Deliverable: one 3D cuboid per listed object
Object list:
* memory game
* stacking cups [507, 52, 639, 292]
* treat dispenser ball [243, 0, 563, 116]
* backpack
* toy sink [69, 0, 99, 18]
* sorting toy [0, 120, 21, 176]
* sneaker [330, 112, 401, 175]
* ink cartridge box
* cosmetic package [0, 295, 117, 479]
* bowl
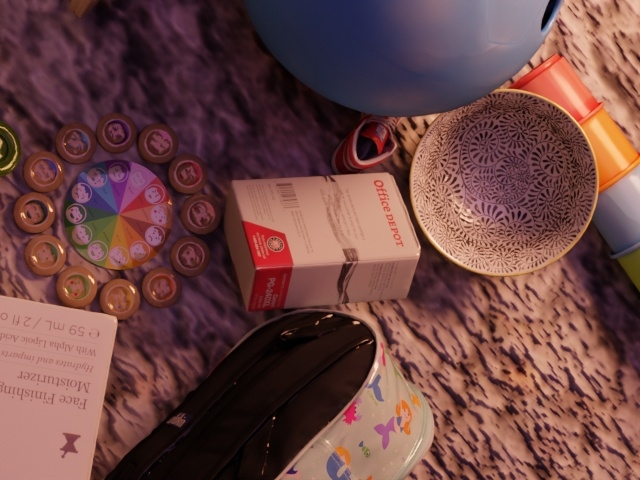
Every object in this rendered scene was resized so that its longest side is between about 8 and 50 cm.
[{"bbox_3d":[-0.178,-0.022,1.490,0.186,0.012,0.186,2,84,-15],"label":"memory game"},{"bbox_3d":[0.295,-0.036,1.588,0.096,0.096,0.316,-34,91,-16],"label":"stacking cups"},{"bbox_3d":[0.070,-0.249,1.438,0.288,0.288,0.288,2,84,-15],"label":"treat dispenser ball"},{"bbox_3d":[-0.030,0.183,1.406,0.253,0.225,0.191,-51,120,-19],"label":"backpack"},{"bbox_3d":[-0.167,-0.328,1.451,0.131,0.153,0.234,44,76,-7],"label":"toy sink"},{"bbox_3d":[-0.300,-0.055,1.450,0.061,0.042,0.102,25,66,-27],"label":"sorting toy"},{"bbox_3d":[0.056,-0.110,1.535,0.042,0.067,0.118,33,77,-11],"label":"sneaker"},{"bbox_3d":[0.000,0.000,1.485,0.150,0.063,0.109,-3,47,-16],"label":"ink cartridge box"},{"bbox_3d":[-0.262,0.141,1.378,0.151,0.151,0.184,10,82,-13],"label":"cosmetic package"},{"bbox_3d":[0.167,-0.058,1.542,0.170,0.080,0.170,1,101,4],"label":"bowl"}]
